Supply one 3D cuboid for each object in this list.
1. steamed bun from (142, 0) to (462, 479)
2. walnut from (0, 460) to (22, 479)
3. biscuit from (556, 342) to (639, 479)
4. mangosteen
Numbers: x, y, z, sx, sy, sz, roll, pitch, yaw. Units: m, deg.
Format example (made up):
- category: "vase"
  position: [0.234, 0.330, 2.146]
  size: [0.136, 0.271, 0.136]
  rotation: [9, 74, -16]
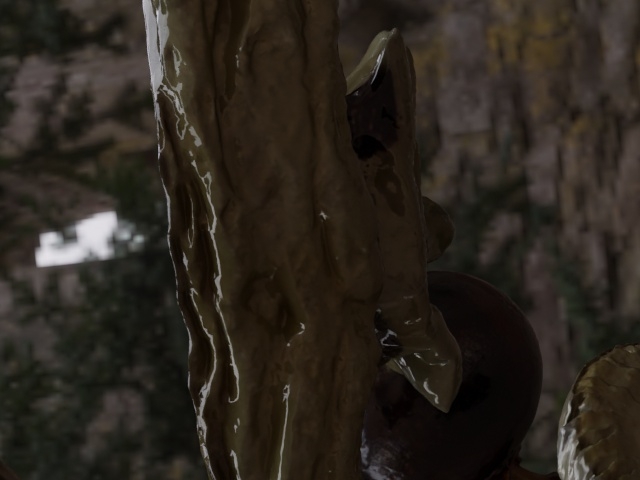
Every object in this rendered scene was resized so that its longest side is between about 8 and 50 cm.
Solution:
- category: "steamed bun"
  position: [0.000, 0.000, 1.251]
  size: [0.247, 0.189, 0.428]
  rotation: [-117, 19, -78]
- category: "walnut"
  position: [-0.288, 0.249, 0.981]
  size: [0.383, 0.383, 0.384]
  rotation: [10, -103, -51]
- category: "biscuit"
  position: [0.259, 0.162, 1.484]
  size: [0.179, 0.084, 0.281]
  rotation: [39, -145, 4]
- category: "mangosteen"
  position: [0.116, 0.162, 1.787]
  size: [0.261, 0.235, 0.235]
  rotation: [44, -137, 5]
